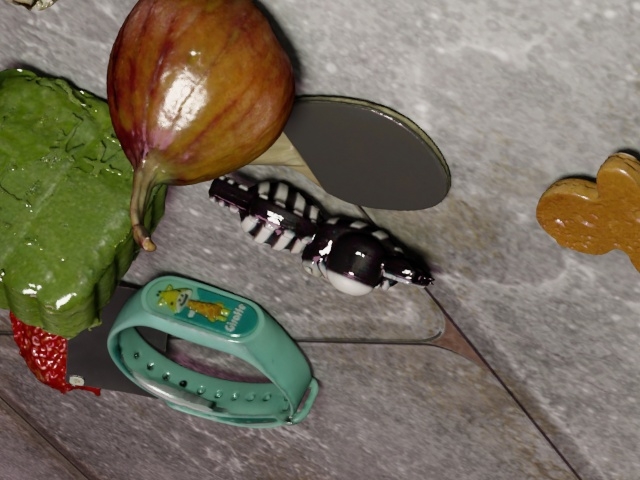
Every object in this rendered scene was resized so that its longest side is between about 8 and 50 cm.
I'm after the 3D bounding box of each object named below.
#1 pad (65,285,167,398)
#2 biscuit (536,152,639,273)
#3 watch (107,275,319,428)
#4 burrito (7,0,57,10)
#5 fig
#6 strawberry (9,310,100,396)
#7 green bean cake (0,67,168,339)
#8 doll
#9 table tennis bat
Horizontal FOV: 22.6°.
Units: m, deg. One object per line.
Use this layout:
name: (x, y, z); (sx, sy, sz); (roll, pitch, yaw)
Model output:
pad: (-0.234, 0.115, 1.840); (0.116, 0.004, 0.193); (10, 136, -3)
biscuit: (0.255, -0.016, 1.211); (0.205, 0.031, 0.138); (4, 141, 40)
watch: (-0.119, 0.129, 1.746); (0.237, 0.068, 0.195); (15, 143, 14)
burrito: (-0.286, -0.270, 1.302); (0.058, 0.063, 0.229); (-17, 130, 19)
fig: (-0.107, -0.108, 1.285); (0.148, 0.202, 0.149); (35, -170, 22)
strawberry: (-0.332, 0.111, 1.925); (0.167, 0.087, 0.208); (8, 143, 39)
green bean cake: (-0.258, -0.036, 1.489); (0.200, 0.214, 0.113); (28, 156, 7)
doll: (0.000, 0.000, 1.446); (0.219, 0.067, 0.091); (24, 180, 11)
table tennis bat: (0.001, -0.073, 1.381); (0.246, 0.022, 0.138); (4, 142, 39)
